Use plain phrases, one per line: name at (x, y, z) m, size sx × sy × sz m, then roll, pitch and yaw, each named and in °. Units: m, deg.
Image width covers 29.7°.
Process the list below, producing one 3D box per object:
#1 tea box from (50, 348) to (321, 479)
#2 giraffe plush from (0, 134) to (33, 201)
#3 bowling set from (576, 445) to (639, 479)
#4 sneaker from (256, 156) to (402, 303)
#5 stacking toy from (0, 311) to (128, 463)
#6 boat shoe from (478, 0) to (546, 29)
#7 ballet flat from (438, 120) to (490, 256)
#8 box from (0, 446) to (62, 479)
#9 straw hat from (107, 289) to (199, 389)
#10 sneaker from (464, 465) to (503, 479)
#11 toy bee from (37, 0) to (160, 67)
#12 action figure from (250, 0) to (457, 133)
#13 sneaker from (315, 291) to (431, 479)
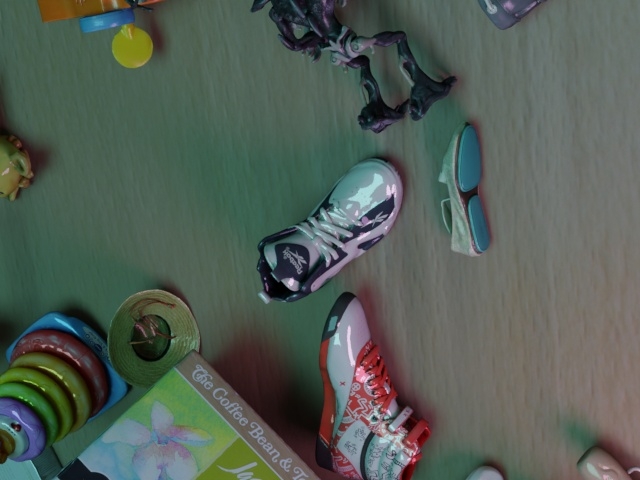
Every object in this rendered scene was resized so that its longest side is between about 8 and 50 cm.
tea box at (-0.171, 0.382, 1.610) m, size 0.329 × 0.323 × 0.220 m, roll 44°, pitch 165°, yaw 8°
giraffe plush at (-0.509, -0.122, 1.761) m, size 0.210 × 0.181 × 0.170 m, roll -43°, pitch 95°, yaw -1°
bowling set at (0.302, 0.403, 1.501) m, size 0.154 × 0.200 × 0.287 m, roll 41°, pitch 80°, yaw 5°
sneaker at (0.000, 0.000, 1.506) m, size 0.235 × 0.153 × 0.094 m, roll -40°, pitch 88°, yaw 33°
stacking toy at (-0.429, 0.253, 1.738) m, size 0.165 × 0.302 × 0.175 m, roll -37°, pitch 99°, yaw 34°
boat shoe at (0.123, -0.362, 1.333) m, size 0.319 × 0.116 × 0.099 m, roll 42°, pitch 118°, yaw 3°
ballet flat at (0.165, -0.059, 1.454) m, size 0.052 × 0.057 × 0.168 m, roll 4°, pitch 109°, yaw 38°
box at (-0.544, 0.444, 2.023) m, size 0.322 × 0.058 × 0.232 m, roll -23°, pitch 95°, yaw 32°
straw hat at (-0.247, 0.138, 1.742) m, size 0.061 × 0.144 × 0.145 m, roll 15°, pitch 121°, yaw 66°
sneaker at (0.167, 0.375, 1.603) m, size 0.094 × 0.080 × 0.212 m, roll 45°, pitch 118°, yaw 49°
toy bee at (-0.237, -0.315, 1.547) m, size 0.298 × 0.162 × 0.195 m, roll 35°, pitch 133°, yaw 43°
action figure at (0.029, -0.260, 1.410) m, size 0.164 × 0.141 × 0.276 m, roll -28°, pitch 109°, yaw 35°
sneaker at (0.076, 0.201, 1.576) m, size 0.145 × 0.090 × 0.270 m, roll 15°, pitch 117°, yaw 23°
